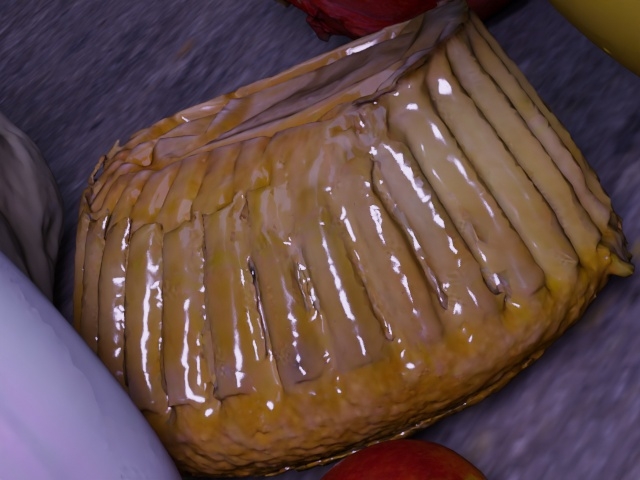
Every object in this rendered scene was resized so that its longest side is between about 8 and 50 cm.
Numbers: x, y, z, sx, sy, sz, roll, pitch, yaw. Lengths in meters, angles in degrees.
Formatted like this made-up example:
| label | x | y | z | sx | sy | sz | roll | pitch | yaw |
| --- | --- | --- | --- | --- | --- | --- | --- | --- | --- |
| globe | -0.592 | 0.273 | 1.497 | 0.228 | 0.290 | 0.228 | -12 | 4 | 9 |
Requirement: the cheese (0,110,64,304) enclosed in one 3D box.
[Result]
| label | x | y | z | sx | sy | sz | roll | pitch | yaw |
| --- | --- | --- | --- | --- | --- | --- | --- | --- | --- |
| cheese | -0.245 | -0.021 | 0.986 | 0.173 | 0.248 | 0.251 | -24 | 21 | 14 |

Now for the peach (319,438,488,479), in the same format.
| label | x | y | z | sx | sy | sz | roll | pitch | yaw |
| --- | --- | --- | --- | --- | --- | --- | --- | --- | --- |
| peach | 0.021 | 0.109 | 0.661 | 0.098 | 0.061 | 0.098 | -19 | 29 | 11 |

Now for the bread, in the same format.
| label | x | y | z | sx | sy | sz | roll | pitch | yaw |
| --- | --- | --- | --- | --- | --- | --- | --- | --- | --- |
| bread | -0.001 | 0.004 | 0.759 | 0.240 | 0.139 | 0.240 | -25 | 17 | 8 |

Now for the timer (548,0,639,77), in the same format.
| label | x | y | z | sx | sy | sz | roll | pitch | yaw |
| --- | --- | --- | --- | --- | --- | --- | --- | --- | --- |
| timer | 0.166 | -0.178 | 0.530 | 0.376 | 0.376 | 0.387 | -3 | 19 | 45 |

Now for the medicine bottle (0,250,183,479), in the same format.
| label | x | y | z | sx | sy | sz | roll | pitch | yaw |
| --- | --- | --- | --- | --- | --- | --- | --- | --- | --- |
| medicine bottle | -0.232 | 0.141 | 0.664 | 0.325 | 0.256 | 0.256 | -43 | 28 | -20 |

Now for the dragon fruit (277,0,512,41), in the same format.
| label | x | y | z | sx | sy | sz | roll | pitch | yaw |
| --- | --- | --- | --- | --- | --- | --- | --- | --- | --- |
| dragon fruit | 0.049 | -0.194 | 1.027 | 0.209 | 0.172 | 0.172 | -42 | 25 | 7 |
